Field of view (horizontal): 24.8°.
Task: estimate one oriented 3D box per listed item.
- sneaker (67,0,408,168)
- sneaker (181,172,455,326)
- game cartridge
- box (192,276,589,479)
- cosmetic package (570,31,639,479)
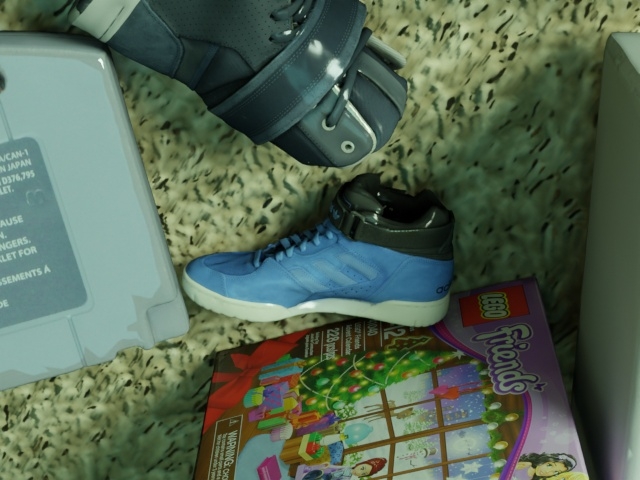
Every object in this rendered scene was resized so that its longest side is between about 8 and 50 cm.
[{"bbox_3d":[-0.002,-0.126,0.688,0.163,0.086,0.226,36,142,-14],"label":"sneaker"},{"bbox_3d":[0.000,0.000,0.808,0.152,0.058,0.085,5,118,0],"label":"sneaker"},{"bbox_3d":[-0.235,-0.002,0.773,0.294,0.060,0.196,-15,113,-2],"label":"game cartridge"},{"bbox_3d":[0.035,0.126,0.746,0.201,0.293,0.057,-13,114,7],"label":"box"},{"bbox_3d":[0.252,0.130,0.768,0.230,0.161,0.453,2,114,0],"label":"cosmetic package"}]
